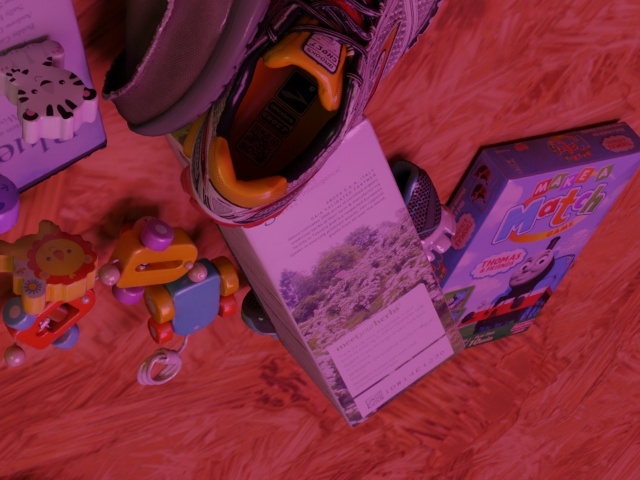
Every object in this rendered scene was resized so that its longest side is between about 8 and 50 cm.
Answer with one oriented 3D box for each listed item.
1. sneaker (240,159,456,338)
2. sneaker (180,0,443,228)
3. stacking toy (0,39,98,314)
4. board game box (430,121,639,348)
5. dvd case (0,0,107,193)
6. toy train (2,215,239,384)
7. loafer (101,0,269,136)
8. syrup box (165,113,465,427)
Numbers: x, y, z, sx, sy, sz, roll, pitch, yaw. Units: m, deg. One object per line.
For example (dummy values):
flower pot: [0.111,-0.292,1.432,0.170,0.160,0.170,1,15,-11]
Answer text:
sneaker: [0.012,0.001,1.264,0.166,0.065,0.076,-34,137,-15]
sneaker: [0.009,-0.104,0.973,0.225,0.088,0.093,-62,-173,-3]
stacking toy: [-0.211,0.002,0.934,0.221,0.052,0.167,-23,150,-24]
board game box: [0.143,0.005,1.436,0.160,0.039,0.211,-13,143,-40]
dvd case: [-0.201,-0.079,0.900,0.180,0.022,0.253,-31,153,-15]
toy train: [-0.124,0.033,1.150,0.125,0.046,0.166,-43,150,12]
loafer: [-0.057,-0.153,0.912,0.087,0.094,0.251,24,132,-13]
syrup box: [0.000,0.000,1.134,0.093,0.096,0.237,-35,137,-8]
